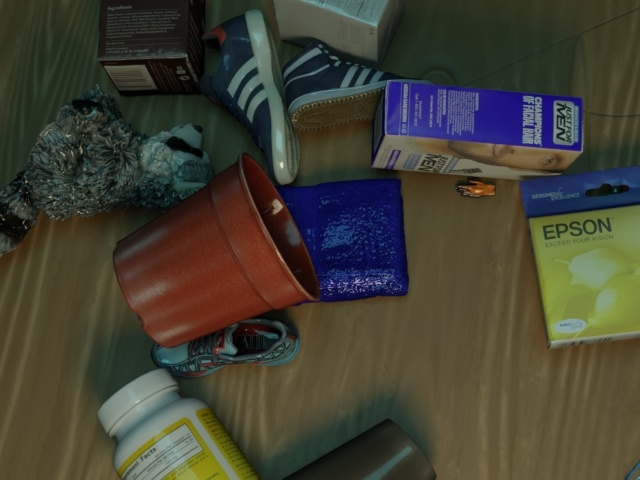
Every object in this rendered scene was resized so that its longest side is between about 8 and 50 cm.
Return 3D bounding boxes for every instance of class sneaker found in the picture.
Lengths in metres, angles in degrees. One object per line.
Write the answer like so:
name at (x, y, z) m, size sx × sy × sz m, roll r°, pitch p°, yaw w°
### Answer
sneaker at (-0.137, -0.251, 1.994) m, size 0.148 × 0.131 × 0.350 m, roll -15°, pitch 68°, yaw 6°
sneaker at (0.065, -0.295, 1.999) m, size 0.282 × 0.099 × 0.153 m, roll -9°, pitch 54°, yaw -13°
sneaker at (-0.169, 0.169, 1.867) m, size 0.262 × 0.125 × 0.104 m, roll -9°, pitch 74°, yaw 1°

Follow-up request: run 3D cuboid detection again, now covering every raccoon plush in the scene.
raccoon plush at (-0.388, -0.056, 1.952) m, size 0.299 × 0.216 × 0.446 m, roll 41°, pitch 105°, yaw 2°

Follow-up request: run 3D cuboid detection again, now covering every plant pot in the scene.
plant pot at (-0.178, 0.035, 1.783) m, size 0.265 × 0.272 × 0.272 m, roll -27°, pitch 74°, yaw 9°

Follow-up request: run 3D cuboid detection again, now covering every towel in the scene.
towel at (0.000, 0.000, 1.930) m, size 0.308 × 0.076 × 0.227 m, roll -4°, pitch 75°, yaw 2°

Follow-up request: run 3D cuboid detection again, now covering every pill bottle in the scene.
pill bottle at (-0.219, 0.384, 1.777) m, size 0.188 × 0.188 × 0.334 m, roll -35°, pitch 75°, yaw -6°

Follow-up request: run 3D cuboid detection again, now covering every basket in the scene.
basket at (0.066, 0.414, 1.774) m, size 0.227 × 0.154 × 0.204 m, roll -37°, pitch 76°, yaw -11°

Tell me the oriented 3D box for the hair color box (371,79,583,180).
hair color box at (0.268, -0.186, 1.887) m, size 0.339 × 0.185 × 0.110 m, roll 3°, pitch 76°, yaw -4°

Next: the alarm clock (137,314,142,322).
alarm clock at (-0.256, 0.075, 1.935) m, size 0.129 × 0.064 × 0.192 m, roll 41°, pitch 84°, yaw 13°

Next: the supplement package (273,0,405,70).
supplement package at (0.038, -0.441, 1.992) m, size 0.203 × 0.194 × 0.149 m, roll 21°, pitch 76°, yaw 9°

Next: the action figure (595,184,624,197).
action figure at (0.519, -0.001, 1.908) m, size 0.137 × 0.063 × 0.232 m, roll 1°, pitch 71°, yaw 7°

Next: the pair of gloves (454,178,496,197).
pair of gloves at (0.285, -0.118, 1.980) m, size 0.074 × 0.010 × 0.083 m, roll 5°, pitch 72°, yaw 6°

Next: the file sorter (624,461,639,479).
file sorter at (0.595, 0.409, 1.755) m, size 0.170 × 0.118 × 0.104 m, roll 41°, pitch 83°, yaw 13°

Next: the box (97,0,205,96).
box at (-0.310, -0.395, 2.014) m, size 0.167 × 0.168 × 0.203 m, roll -1°, pitch 75°, yaw 5°

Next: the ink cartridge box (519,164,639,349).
ink cartridge box at (0.513, 0.014, 1.837) m, size 0.304 × 0.072 × 0.307 m, roll -8°, pitch 76°, yaw 3°
